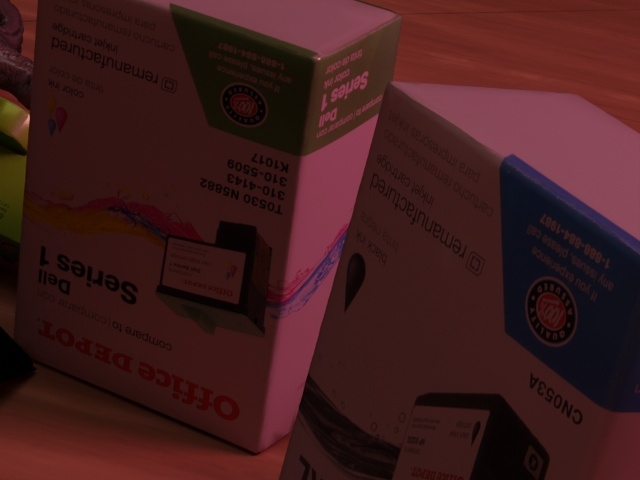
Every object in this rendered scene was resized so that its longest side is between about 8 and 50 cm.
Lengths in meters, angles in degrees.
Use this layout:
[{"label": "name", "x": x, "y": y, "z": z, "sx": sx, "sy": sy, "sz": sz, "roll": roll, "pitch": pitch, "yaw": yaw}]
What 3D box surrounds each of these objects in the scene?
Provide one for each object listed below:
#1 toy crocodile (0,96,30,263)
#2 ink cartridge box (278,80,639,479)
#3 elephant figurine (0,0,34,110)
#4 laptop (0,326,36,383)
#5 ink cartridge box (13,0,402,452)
[{"label": "toy crocodile", "x": -0.300, "y": -0.054, "z": 1.445, "sx": 0.340, "sy": 0.105, "sz": 0.115, "roll": 20, "pitch": 67, "yaw": 20}, {"label": "ink cartridge box", "x": 0.098, "y": 0.104, "z": 0.970, "sx": 0.129, "sy": 0.307, "sz": 0.223, "roll": 1, "pitch": 25, "yaw": -34}, {"label": "elephant figurine", "x": -0.333, "y": -0.194, "z": 1.712, "sx": 0.239, "sy": 0.186, "sz": 0.169, "roll": 15, "pitch": -21, "yaw": -15}, {"label": "laptop", "x": -0.451, "y": 0.028, "z": 1.170, "sx": 0.407, "sy": 0.236, "sz": 0.382, "roll": -12, "pitch": 2, "yaw": 17}, {"label": "ink cartridge box", "x": -0.078, "y": -0.031, "z": 1.257, "sx": 0.201, "sy": 0.278, "sz": 0.117, "roll": 20, "pitch": 29, "yaw": 22}]
